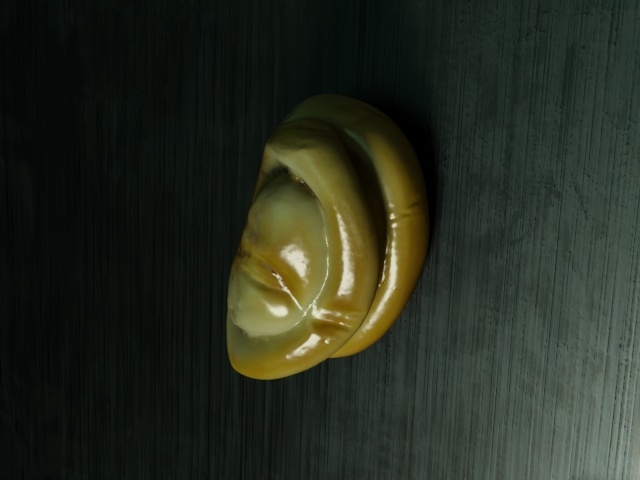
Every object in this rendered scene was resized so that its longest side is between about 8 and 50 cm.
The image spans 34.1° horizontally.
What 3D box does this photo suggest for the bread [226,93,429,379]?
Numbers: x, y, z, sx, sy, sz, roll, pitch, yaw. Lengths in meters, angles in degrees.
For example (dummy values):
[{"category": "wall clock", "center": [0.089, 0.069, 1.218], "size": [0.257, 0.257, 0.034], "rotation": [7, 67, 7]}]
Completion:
[{"category": "bread", "center": [-0.025, -0.007, 1.552], "size": [0.329, 0.245, 0.424], "rotation": [41, 128, 34]}]
